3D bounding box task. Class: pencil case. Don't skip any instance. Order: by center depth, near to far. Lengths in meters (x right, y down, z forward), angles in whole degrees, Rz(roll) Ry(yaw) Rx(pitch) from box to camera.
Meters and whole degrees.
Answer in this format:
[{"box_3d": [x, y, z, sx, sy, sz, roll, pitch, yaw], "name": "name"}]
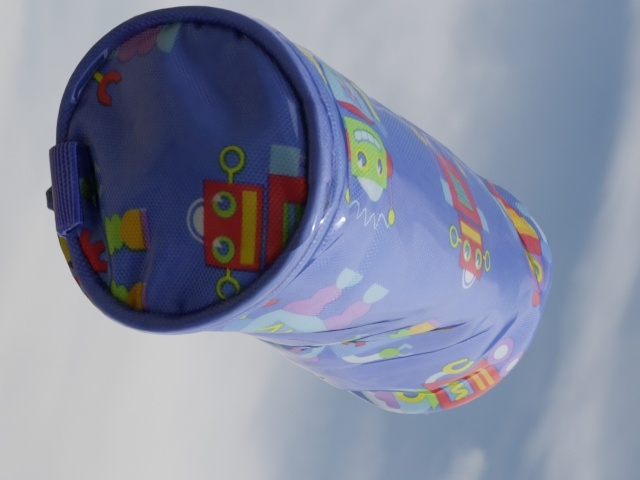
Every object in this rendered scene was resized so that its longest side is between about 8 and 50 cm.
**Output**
[{"box_3d": [0.000, 0.000, 0.735, 0.133, 0.306, 0.119, -14, -106, 20], "name": "pencil case"}]
